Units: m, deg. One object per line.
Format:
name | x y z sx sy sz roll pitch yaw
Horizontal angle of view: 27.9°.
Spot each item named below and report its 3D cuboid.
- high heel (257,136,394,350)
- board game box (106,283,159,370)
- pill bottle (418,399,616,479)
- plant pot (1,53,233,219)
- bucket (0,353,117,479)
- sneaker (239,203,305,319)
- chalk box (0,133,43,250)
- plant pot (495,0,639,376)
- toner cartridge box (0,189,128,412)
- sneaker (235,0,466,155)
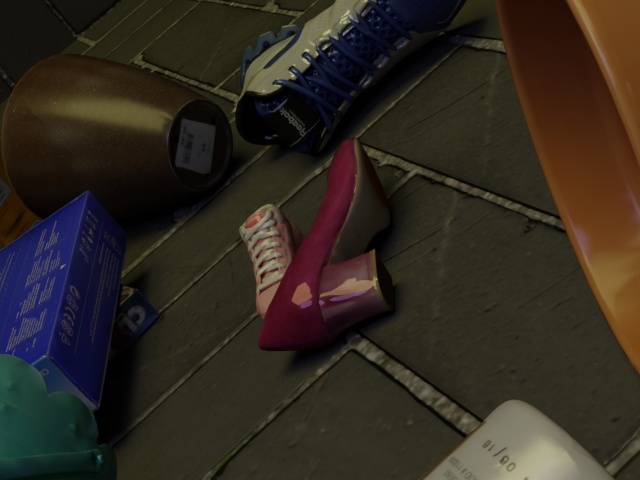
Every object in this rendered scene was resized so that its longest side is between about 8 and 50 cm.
high heel | 0.000 0.000 1.130 0.117 0.082 0.244 -21 41 15
board game box | -0.287 0.108 1.392 0.165 0.042 0.243 -47 25 -17
pill bottle | 0.057 0.198 0.627 0.229 0.131 0.131 -42 24 -4
plant pot | -0.224 -0.117 1.540 0.230 0.215 0.215 6 48 40
bucket | -0.292 0.227 0.926 0.281 0.281 0.183 -32 28 16
sneaker | -0.048 0.016 1.182 0.051 0.070 0.134 -27 27 21
chalk box | -0.477 0.018 1.661 0.289 0.179 0.180 -19 31 40
plant pot | 0.238 -0.073 0.712 0.203 0.291 0.291 -20 25 1
toner cartridge box | -0.288 0.088 1.281 0.165 0.075 0.348 -34 24 13
sneaker | 0.020 -0.185 1.402 0.315 0.127 0.182 -31 28 34
